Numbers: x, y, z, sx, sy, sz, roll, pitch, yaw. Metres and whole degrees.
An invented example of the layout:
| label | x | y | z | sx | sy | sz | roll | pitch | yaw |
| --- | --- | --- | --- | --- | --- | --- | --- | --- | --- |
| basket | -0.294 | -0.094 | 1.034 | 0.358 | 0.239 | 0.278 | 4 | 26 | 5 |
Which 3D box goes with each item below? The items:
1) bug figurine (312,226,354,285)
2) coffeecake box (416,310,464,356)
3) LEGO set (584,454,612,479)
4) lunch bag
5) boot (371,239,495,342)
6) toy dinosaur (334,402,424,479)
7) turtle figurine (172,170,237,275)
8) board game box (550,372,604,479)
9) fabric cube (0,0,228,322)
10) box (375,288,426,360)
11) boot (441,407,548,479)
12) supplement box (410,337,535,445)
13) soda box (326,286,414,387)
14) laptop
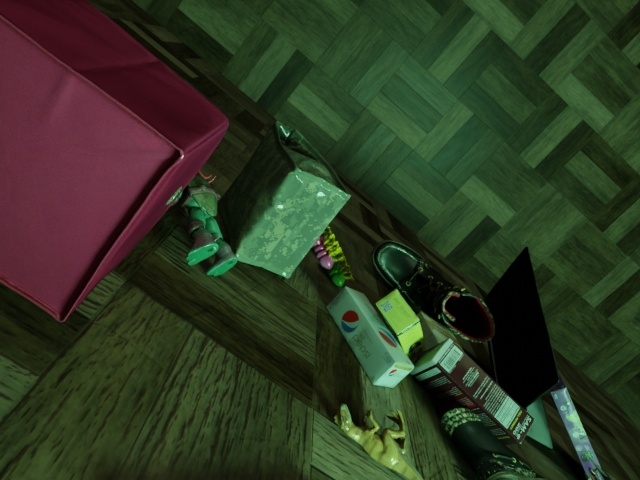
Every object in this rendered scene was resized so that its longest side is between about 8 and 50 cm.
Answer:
| label | x | y | z | sx | sy | sz | roll | pitch | yaw |
| --- | --- | --- | --- | --- | --- | --- | --- | --- | --- |
| bug figurine | 0.000 | 0.000 | 1.241 | 0.216 | 0.072 | 0.279 | 63 | 0 | 28 |
| coffeecake box | 0.316 | 0.292 | 1.304 | 0.142 | 0.068 | 0.185 | 35 | 17 | -27 |
| LEGO set | 0.546 | 0.534 | 0.826 | 0.331 | 0.192 | 0.255 | 49 | 15 | 28 |
| lunch bag | -0.095 | -0.102 | 1.083 | 0.169 | 0.235 | 0.287 | 23 | 24 | -34 |
| boot | 0.332 | 0.149 | 1.487 | 0.377 | 0.138 | 0.284 | 45 | -3 | -10 |
| toy dinosaur | 0.109 | 0.329 | 0.774 | 0.212 | 0.064 | 0.112 | 35 | 32 | 13 |
| turtle figurine | -0.232 | -0.054 | 0.876 | 0.175 | 0.118 | 0.234 | 16 | 36 | -57 |
| board game box | 0.709 | 0.528 | 1.394 | 0.346 | 0.056 | 0.208 | 66 | 13 | -1 |
| fabric cube | -0.299 | -0.114 | 0.606 | 0.259 | 0.254 | 0.258 | 38 | 16 | -14 |
| box | 0.182 | 0.194 | 1.106 | 0.087 | 0.058 | 0.232 | 55 | -3 | 30 |
| boot | 0.353 | 0.432 | 0.999 | 0.236 | 0.085 | 0.178 | 31 | 16 | -38 |
| supplement box | 0.319 | 0.332 | 1.081 | 0.239 | 0.130 | 0.073 | 44 | 61 | 7 |
| soda box | 0.100 | 0.199 | 1.048 | 0.074 | 0.069 | 0.216 | 25 | 23 | -45 |
| laptop | 0.590 | 0.302 | 1.358 | 0.408 | 0.236 | 0.381 | 34 | 43 | -30 |
